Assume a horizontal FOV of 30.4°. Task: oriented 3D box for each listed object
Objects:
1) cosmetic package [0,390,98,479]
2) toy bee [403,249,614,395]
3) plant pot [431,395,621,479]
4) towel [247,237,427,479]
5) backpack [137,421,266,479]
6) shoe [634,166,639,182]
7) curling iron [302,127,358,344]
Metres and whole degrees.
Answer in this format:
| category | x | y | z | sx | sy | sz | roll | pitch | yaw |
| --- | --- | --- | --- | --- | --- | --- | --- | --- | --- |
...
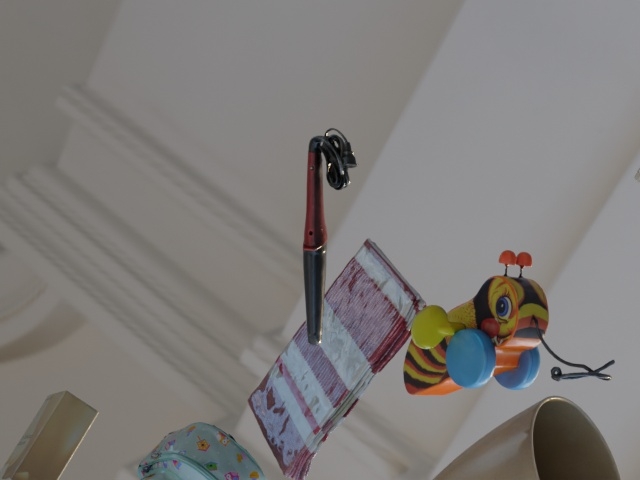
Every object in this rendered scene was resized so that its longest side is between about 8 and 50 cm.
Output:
| category | x | y | z | sx | sy | sz | roll | pitch | yaw |
| --- | --- | --- | --- | --- | --- | --- | --- | --- | --- |
| cosmetic package | -0.267 | 0.204 | 1.135 | 0.041 | 0.060 | 0.115 | 38 | -120 | -19 |
| toy bee | 0.219 | 0.099 | 1.411 | 0.298 | 0.162 | 0.195 | -8 | 166 | 32 |
| plant pot | 0.301 | 0.412 | 1.882 | 0.256 | 0.274 | 0.256 | 30 | -134 | -36 |
| towel | 0.019 | 0.173 | 1.765 | 0.037 | 0.329 | 0.237 | 32 | -171 | -27 |
| backpack | -0.174 | 0.354 | 1.716 | 0.166 | 0.188 | 0.144 | 47 | -131 | -6 |
| shoe | 0.566 | -0.066 | 1.779 | 0.219 | 0.058 | 0.076 | 31 | -159 | -19 |
| curling iron | 0.000 | 0.000 | 1.425 | 0.035 | 0.274 | 0.068 | -7 | -156 | -36 |
